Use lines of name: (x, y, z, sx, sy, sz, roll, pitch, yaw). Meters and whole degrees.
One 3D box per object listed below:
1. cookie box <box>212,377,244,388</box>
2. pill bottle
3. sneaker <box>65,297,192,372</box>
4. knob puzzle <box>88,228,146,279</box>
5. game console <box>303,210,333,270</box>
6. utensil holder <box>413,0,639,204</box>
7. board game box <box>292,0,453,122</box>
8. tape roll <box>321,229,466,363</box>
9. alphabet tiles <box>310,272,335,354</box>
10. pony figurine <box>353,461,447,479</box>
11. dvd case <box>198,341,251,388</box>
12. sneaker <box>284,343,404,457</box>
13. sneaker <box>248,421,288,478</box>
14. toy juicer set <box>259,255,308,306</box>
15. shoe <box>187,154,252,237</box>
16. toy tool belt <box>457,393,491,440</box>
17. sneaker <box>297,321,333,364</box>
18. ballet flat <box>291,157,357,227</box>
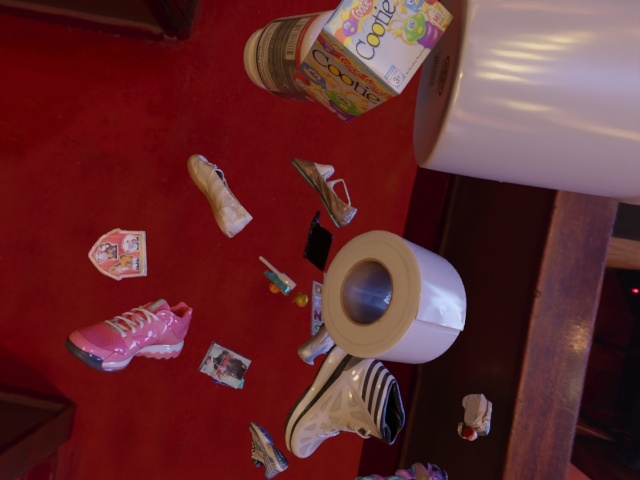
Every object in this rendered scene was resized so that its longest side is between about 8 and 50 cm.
cookie box: (-0.356, 0.543, 1.658, 0.091, 0.107, 0.040, 12, 71, 14)
pill bottle: (-0.047, -0.474, 1.117, 0.210, 0.362, 0.211, -15, 118, -31)
sneaker: (-0.393, 0.182, 0.914, 0.115, 0.314, 0.136, 30, 93, 19)
knob puzzle: (-0.749, 0.051, 1.578, 0.213, 0.030, 0.213, 1, 89, -25)
game console: (0.000, 0.000, 1.151, 0.071, 0.107, 0.122, 18, 123, 5)
utensil holder: (0.376, -0.244, 0.697, 0.384, 0.327, 0.328, 7, 90, 0)
board game box: (0.068, -0.317, 0.720, 0.142, 0.275, 0.144, 36, 89, -14)
tape roll: (0.143, 0.118, 0.864, 0.169, 0.246, 0.246, 21, 89, -41)
alphabet tiles: (0.075, 0.306, 1.719, 0.285, 0.011, 0.343, 25, 49, -32)
pony figurine: (0.243, 0.597, 0.873, 0.363, 0.351, 0.303, 11, 83, -6)
dvd case: (-0.262, 0.342, 1.173, 0.119, 0.013, 0.087, 29, 87, -4)
sneaker: (0.065, 0.512, 1.190, 0.257, 0.169, 0.448, 41, 117, 34)
sneaker: (-0.127, 0.444, 0.906, 0.058, 0.135, 0.052, -43, 132, -12)
toy juicer set: (-0.153, 0.205, 1.803, 0.209, 0.329, 0.089, 38, 80, 26)
shoe: (-0.197, -0.098, 0.833, 0.058, 0.076, 0.219, -36, 60, 5)
toy tool belt: (0.271, 0.310, 0.732, 0.051, 0.052, 0.083, 48, 47, -24)
sneaker: (0.025, 0.345, 1.523, 0.237, 0.085, 0.086, -42, 104, -2)
ballet flat: (0.026, -0.212, 1.655, 0.124, 0.116, 0.342, -36, 74, 4)
